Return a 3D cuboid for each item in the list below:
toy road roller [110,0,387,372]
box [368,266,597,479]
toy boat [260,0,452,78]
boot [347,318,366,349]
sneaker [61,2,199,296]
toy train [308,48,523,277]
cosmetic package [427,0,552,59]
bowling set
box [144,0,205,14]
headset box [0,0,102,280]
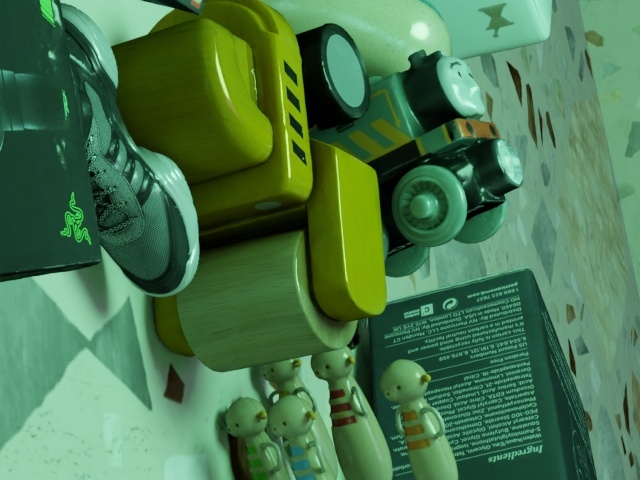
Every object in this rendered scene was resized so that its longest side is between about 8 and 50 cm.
[{"bbox_3d":[-0.088,-0.061,1.426,0.241,0.203,0.329,21,60,-58],"label":"toy road roller"},{"bbox_3d":[0.205,0.285,1.866,0.395,0.212,0.293,-93,162,-47],"label":"box"},{"bbox_3d":[-0.001,-0.168,1.704,0.318,0.268,0.148,102,8,-45],"label":"toy boat"},{"bbox_3d":[0.044,0.020,1.869,0.263,0.091,0.229,72,30,-71],"label":"boot"},{"bbox_3d":[-0.196,-0.049,1.293,0.268,0.101,0.153,65,26,-18],"label":"sneaker"},{"bbox_3d":[0.033,-0.051,1.569,0.142,0.334,0.190,-5,72,-60],"label":"toy train"},{"bbox_3d":[0.067,-0.428,1.796,0.393,0.330,0.327,-80,151,-43],"label":"cosmetic package"},{"bbox_3d":[-0.024,0.189,1.508,0.200,0.287,0.154,-21,94,-34],"label":"bowling set"},{"bbox_3d":[-0.207,-0.248,1.267,0.233,0.159,0.044,23,84,-65],"label":"box"},{"bbox_3d":[-0.276,-0.085,1.064,0.283,0.131,0.246,-5,86,-69],"label":"headset box"}]
